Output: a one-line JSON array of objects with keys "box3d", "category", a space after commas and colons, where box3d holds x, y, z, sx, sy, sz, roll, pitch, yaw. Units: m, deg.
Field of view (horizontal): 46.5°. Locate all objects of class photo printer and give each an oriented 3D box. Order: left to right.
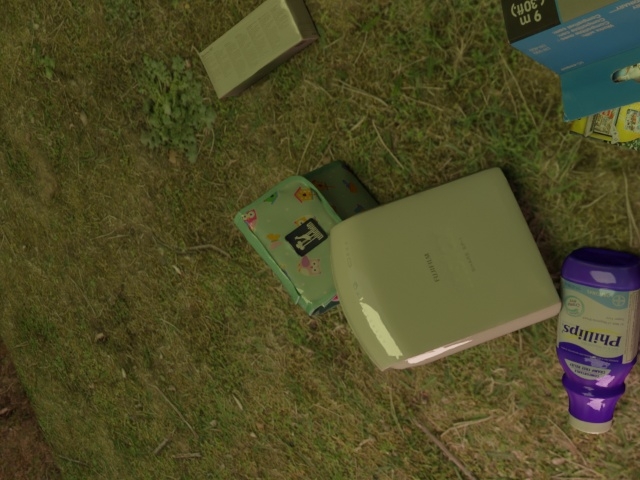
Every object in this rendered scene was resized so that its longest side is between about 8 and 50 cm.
[{"box3d": [0.176, 0.046, 1.144, 0.107, 0.307, 0.256, 91, 159, -75], "category": "photo printer"}]

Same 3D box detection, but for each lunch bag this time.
[{"box3d": [0.000, 0.000, 1.296, 0.223, 0.262, 0.160, 51, 129, 13], "category": "lunch bag"}]

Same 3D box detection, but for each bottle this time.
[{"box3d": [0.421, 0.156, 1.138, 0.118, 0.092, 0.283, 12, 113, 35], "category": "bottle"}]

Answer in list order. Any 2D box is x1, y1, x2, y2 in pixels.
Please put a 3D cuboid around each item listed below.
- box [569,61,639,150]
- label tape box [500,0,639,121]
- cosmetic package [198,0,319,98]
[{"box3d": [0.447, -0.240, 1.011, 0.159, 0.044, 0.233, 22, 118, 30], "category": "box"}, {"box3d": [0.354, -0.345, 0.940, 0.249, 0.115, 0.347, -9, 90, 54], "category": "label tape box"}, {"box3d": [-0.118, -0.363, 1.389, 0.239, 0.060, 0.099, -23, 93, 40], "category": "cosmetic package"}]
